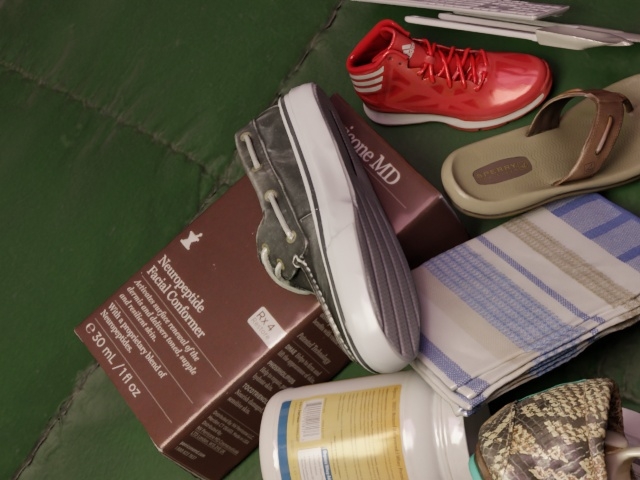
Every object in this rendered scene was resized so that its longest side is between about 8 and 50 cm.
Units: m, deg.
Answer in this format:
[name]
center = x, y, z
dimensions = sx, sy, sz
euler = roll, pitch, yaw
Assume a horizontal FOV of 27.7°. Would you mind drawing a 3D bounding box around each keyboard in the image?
[keyboard]
center = 0.150, -0.265, 1.449
dimensions = 0.256, 0.072, 0.014
euler = 15, 110, 39

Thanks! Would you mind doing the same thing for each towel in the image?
[towel]
center = 0.198, 0.050, 1.232
dimensions = 0.285, 0.034, 0.209
euler = -26, 34, -15

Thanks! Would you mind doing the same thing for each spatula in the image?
[spatula]
center = 0.221, -0.228, 1.376
dimensions = 0.242, 0.168, 0.019
euler = 15, 111, 29

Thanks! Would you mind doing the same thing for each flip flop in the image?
[flip flop]
center = 0.250, -0.105, 1.307
dimensions = 0.277, 0.080, 0.112
euler = -19, 56, -14

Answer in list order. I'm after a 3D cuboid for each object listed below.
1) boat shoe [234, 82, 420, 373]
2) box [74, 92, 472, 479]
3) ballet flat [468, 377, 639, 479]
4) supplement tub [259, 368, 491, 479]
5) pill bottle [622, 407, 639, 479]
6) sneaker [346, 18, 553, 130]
[boat shoe]
center = 0.000, 0.000, 1.232
dimensions = 0.119, 0.121, 0.335
euler = -31, 48, 16
[box]
center = -0.047, 0.052, 1.361
dimensions = 0.381, 0.143, 0.191
euler = -42, 57, -2
[ballet flat]
center = 0.289, 0.326, 1.009
dimensions = 0.182, 0.164, 0.483
euler = -31, 72, 19
[supplement tub]
center = 0.057, 0.200, 1.237
dimensions = 0.199, 0.144, 0.144
euler = -11, 62, 19
[pill bottle]
center = 0.258, 0.223, 1.177
dimensions = 0.078, 0.078, 0.137
euler = 10, 70, 27
[sneaker]
center = 0.131, -0.181, 1.399
dimensions = 0.221, 0.128, 0.087
euler = -8, 64, 22
